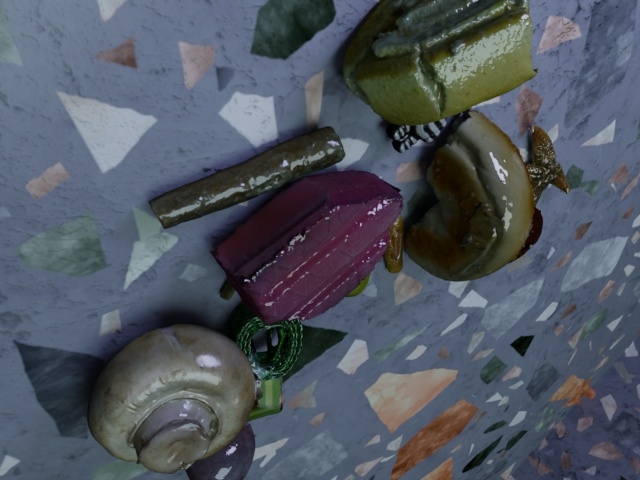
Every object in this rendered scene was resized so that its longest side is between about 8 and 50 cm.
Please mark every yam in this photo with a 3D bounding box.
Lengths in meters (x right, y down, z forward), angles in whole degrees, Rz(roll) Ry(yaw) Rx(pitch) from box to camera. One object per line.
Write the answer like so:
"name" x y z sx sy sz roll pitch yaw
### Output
"yam" -0.095 -0.084 0.777 0.274 0.061 0.061 -26 135 -17
"yam" -0.122 0.043 0.885 0.021 0.021 0.116 15 112 -44

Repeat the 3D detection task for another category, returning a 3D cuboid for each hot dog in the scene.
"hot dog" 0.135 0.010 1.056 0.044 0.028 0.137 -19 134 -16

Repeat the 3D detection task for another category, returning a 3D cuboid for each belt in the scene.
"belt" -0.095 0.161 0.966 0.121 0.079 0.152 -11 118 -18

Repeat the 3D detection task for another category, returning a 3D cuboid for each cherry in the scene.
"cherry" -0.178 0.418 1.088 0.188 0.115 0.148 65 42 -56

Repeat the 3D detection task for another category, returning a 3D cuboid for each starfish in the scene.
"starfish" 0.427 -0.128 1.164 0.138 0.050 0.247 -47 131 4

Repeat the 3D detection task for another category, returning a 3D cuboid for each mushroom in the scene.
"mushroom" -0.209 0.237 0.854 0.254 0.184 0.255 -6 115 -13

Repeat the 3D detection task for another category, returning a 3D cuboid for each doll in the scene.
"doll" 0.194 -0.221 0.889 0.219 0.067 0.091 -42 134 -5

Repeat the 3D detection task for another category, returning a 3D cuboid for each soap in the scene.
"soap" 0.000 0.000 0.862 0.289 0.112 0.182 -39 143 -14

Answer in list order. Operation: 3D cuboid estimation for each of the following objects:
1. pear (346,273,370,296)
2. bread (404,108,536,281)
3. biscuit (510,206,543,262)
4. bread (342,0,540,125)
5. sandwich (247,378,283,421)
"pear" 0.045 0.053 0.976 0.092 0.092 0.097 13 114 -43
"bread" 0.277 -0.057 0.989 0.171 0.192 0.314 -20 133 -32
"biscuit" 0.366 -0.010 1.176 0.191 0.049 0.192 -14 141 -12
"bread" 0.158 -0.254 0.749 0.257 0.186 0.124 -33 141 -1
"sandwich" -0.138 0.296 1.086 0.116 0.074 0.074 -24 146 27
